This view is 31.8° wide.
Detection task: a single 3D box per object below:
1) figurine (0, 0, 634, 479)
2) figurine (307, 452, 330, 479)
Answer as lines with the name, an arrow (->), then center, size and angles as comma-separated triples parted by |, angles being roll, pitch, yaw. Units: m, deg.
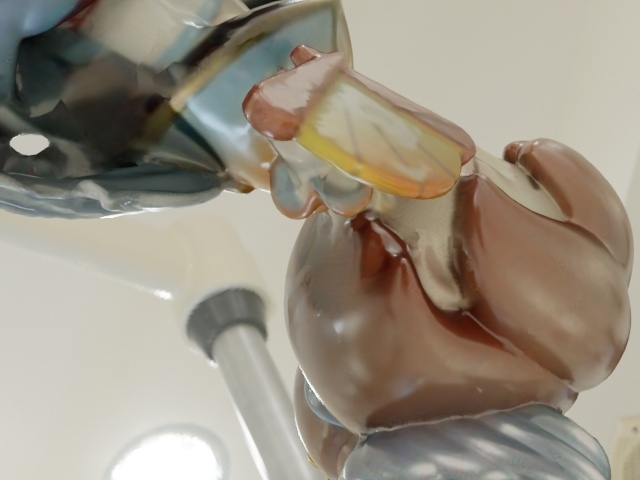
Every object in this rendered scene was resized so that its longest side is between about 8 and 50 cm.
figurine -> 0.001, 0.000, 0.548 | 0.388, 0.276, 0.248 | 38, -80, -21
figurine -> 0.084, 0.139, 0.983 | 0.142, 0.189, 0.263 | -39, -24, -49
